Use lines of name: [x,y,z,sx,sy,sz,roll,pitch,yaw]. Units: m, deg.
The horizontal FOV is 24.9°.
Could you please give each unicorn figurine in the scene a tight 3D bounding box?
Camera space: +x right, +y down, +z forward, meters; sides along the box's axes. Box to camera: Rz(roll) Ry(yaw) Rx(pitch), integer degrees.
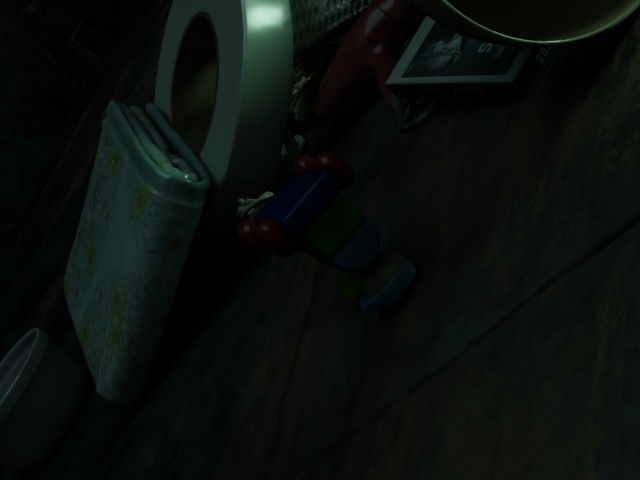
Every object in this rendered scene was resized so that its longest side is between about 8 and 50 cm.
unicorn figurine: [-0.057,-0.106,1.918,0.111,0.060,0.162,-94,27,-56]

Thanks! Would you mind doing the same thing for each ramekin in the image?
ramekin: [-0.437,0.246,2.160,0.207,0.109,0.207,-48,17,20]

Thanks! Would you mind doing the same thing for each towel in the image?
towel: [-0.257,0.002,1.971,0.374,0.090,0.321,-128,51,-62]

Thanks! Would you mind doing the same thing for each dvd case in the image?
dvd case: [0.177,-0.225,1.486,0.179,0.029,0.238,-59,26,-11]

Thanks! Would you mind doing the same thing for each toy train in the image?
toy train: [0.000,0.000,1.420,0.105,0.143,0.248,-49,11,-9]

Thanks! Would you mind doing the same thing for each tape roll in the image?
tape roll: [-0.139,-0.200,1.953,0.392,0.072,0.392,-175,90,-67]

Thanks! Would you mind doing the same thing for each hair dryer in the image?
hair dryer: [0.073,-0.212,1.714,0.293,0.080,0.224,-25,34,59]

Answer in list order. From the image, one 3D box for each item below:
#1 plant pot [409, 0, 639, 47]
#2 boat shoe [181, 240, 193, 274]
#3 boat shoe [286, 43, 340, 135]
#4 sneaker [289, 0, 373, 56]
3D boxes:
plant pot: [0.158,-0.307,1.328,0.284,0.284,0.191,-58,15,-10]
boat shoe: [-0.219,0.050,2.062,0.142,0.049,0.040,-63,23,-4]
boat shoe: [-0.024,-0.184,1.976,0.190,0.068,0.072,-45,45,27]
sneaker: [0.039,-0.311,1.908,0.146,0.102,0.293,-10,-4,-43]
